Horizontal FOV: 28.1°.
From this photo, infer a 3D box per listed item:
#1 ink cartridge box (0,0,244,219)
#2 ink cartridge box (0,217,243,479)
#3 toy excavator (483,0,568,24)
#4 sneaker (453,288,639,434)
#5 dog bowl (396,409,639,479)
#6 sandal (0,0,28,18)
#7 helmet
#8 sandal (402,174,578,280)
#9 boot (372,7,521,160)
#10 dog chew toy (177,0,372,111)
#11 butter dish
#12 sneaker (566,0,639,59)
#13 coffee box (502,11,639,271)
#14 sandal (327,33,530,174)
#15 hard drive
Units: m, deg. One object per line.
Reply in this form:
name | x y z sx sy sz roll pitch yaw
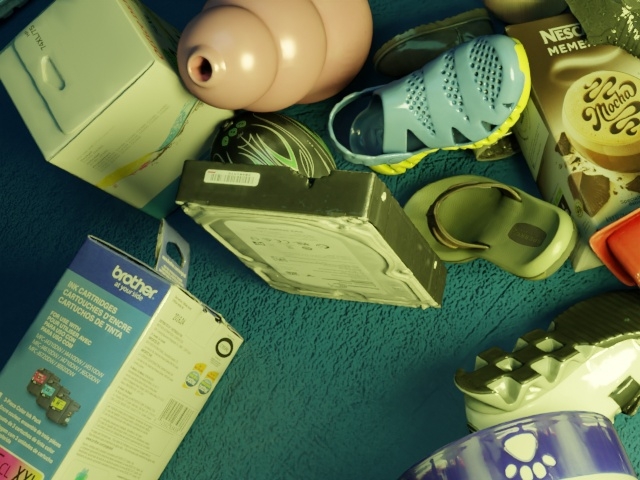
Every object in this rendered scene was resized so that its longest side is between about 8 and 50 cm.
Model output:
ink cartridge box | -0.261 -0.192 1.733 0.197 0.270 0.198 -40 62 11
ink cartridge box | -0.256 0.172 1.598 0.151 0.270 0.395 30 81 22
toy excavator | 0.162 -0.535 1.785 0.445 0.222 0.433 10 74 14
sneaker | 0.316 0.162 1.494 0.330 0.146 0.122 -21 23 -12
dog bowl | 0.212 0.288 1.386 0.265 0.265 0.104 -23 61 10
sandal | -0.471 -0.488 2.037 0.169 0.102 0.416 37 84 28
helmet | -0.057 -0.086 1.702 0.169 0.169 0.161 -45 45 -2
sandal | 0.193 -0.031 1.567 0.303 0.086 0.120 14 77 59
boot | 0.183 -0.195 1.708 0.189 0.076 0.208 -21 70 11
dog chew toy | -0.068 -0.261 1.674 0.206 0.332 0.207 11 114 25
butter dish | 0.407 0.022 1.428 0.160 0.160 0.118 -32 55 16
sneaker | 0.357 -0.254 1.532 0.089 0.051 0.170 -25 102 31
coffee box | 0.342 -0.131 1.564 0.168 0.119 0.297 -15 63 -10
sandal | 0.125 -0.163 1.599 0.317 0.138 0.126 -29 68 44
hard drive | 0.000 0.000 1.537 0.237 0.339 0.064 6 73 21
